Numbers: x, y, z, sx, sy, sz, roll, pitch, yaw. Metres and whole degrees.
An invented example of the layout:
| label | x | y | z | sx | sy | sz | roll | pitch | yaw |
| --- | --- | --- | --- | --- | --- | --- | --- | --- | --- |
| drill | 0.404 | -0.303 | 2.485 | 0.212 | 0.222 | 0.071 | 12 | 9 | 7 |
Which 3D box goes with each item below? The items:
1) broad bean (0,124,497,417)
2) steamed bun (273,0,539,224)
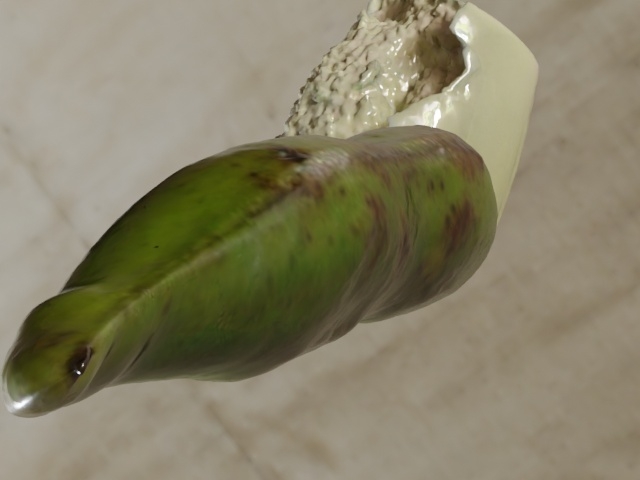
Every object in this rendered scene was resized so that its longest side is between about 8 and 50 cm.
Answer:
| label | x | y | z | sx | sy | sz | roll | pitch | yaw |
| --- | --- | --- | --- | --- | --- | --- | --- | --- | --- |
| broad bean | 0.000 | 0.000 | 0.606 | 0.077 | 0.061 | 0.339 | -36 | 171 | 23 |
| steamed bun | 0.065 | -0.097 | 1.581 | 0.170 | 0.200 | 0.225 | 79 | 28 | -77 |
